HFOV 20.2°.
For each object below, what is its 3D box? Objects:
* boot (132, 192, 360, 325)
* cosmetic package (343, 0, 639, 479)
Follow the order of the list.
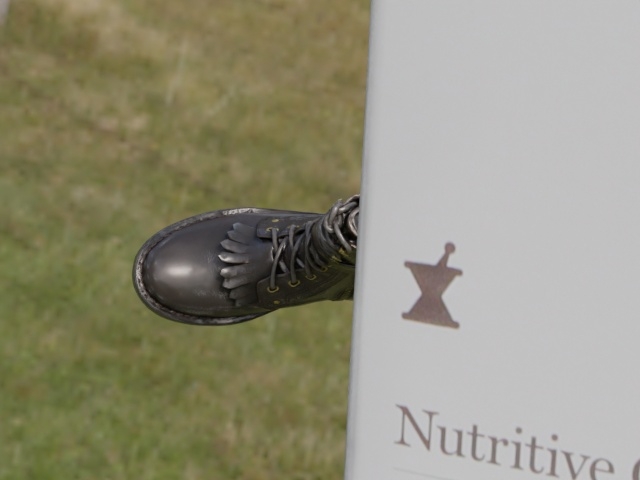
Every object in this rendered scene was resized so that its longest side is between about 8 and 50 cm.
[{"bbox_3d":[0.000,0.000,1.294,0.263,0.091,0.229,-6,-7,-10],"label":"boot"},{"bbox_3d":[0.134,-0.058,0.427,0.217,0.384,0.156,8,16,27],"label":"cosmetic package"}]
